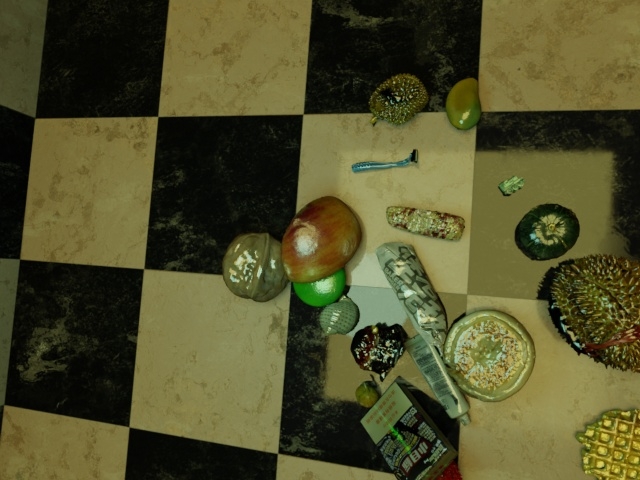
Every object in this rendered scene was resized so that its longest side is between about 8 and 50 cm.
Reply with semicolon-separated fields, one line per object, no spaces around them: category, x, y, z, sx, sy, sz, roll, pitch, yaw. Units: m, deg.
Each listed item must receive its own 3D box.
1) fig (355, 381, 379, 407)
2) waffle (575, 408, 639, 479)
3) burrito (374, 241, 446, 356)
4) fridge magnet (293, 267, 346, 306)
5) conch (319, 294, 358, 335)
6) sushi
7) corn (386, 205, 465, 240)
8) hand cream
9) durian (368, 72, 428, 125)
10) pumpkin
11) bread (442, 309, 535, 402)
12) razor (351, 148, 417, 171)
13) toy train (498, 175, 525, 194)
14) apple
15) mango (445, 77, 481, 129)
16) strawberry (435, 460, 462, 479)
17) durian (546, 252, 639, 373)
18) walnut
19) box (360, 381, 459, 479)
fig;0.169;0.558;1.803;0.082;0.098;0.084;-14;62;-3
waffle;0.993;0.696;1.586;0.307;0.060;0.312;-24;80;14
burrito;0.341;0.194;1.756;0.139;0.101;0.445;-22;67;-9
fridge magnet;-0.004;0.146;1.884;0.208;0.088;0.208;-3;79;17
conch;0.071;0.290;1.854;0.135;0.102;0.153;36;97;-3
sushi;0.188;0.387;1.784;0.150;0.153;0.172;22;112;-4
corn;0.372;-0.068;1.799;0.289;0.098;0.098;13;89;16
hand cream;0.422;0.488;1.752;0.124;0.077;0.341;-43;71;43
durian;0.271;-0.521;1.842;0.237;0.138;0.193;-41;77;9
pumpkin;0.761;-0.033;1.663;0.190;0.146;0.190;-3;64;5
bread;0.561;0.381;1.673;0.305;0.159;0.306;-3;83;22
razor;0.241;-0.289;1.881;0.253;0.042;0.082;-7;42;15
toy train;0.676;-0.197;1.758;0.083;0.033;0.053;-35;74;10
apple;0.000;0.000;1.813;0.254;0.179;0.346;44;74;0
mango;0.516;-0.490;1.804;0.122;0.085;0.191;-10;73;25
strawberry;0.390;0.802;1.695;0.201;0.187;0.184;37;137;-11
durian;0.892;0.223;1.523;0.347;0.347;0.384;-39;88;9
walnut;-0.236;0.096;1.884;0.273;0.227;0.273;0;89;15
box;0.290;0.660;1.684;0.198;0.084;0.310;-50;38;6
